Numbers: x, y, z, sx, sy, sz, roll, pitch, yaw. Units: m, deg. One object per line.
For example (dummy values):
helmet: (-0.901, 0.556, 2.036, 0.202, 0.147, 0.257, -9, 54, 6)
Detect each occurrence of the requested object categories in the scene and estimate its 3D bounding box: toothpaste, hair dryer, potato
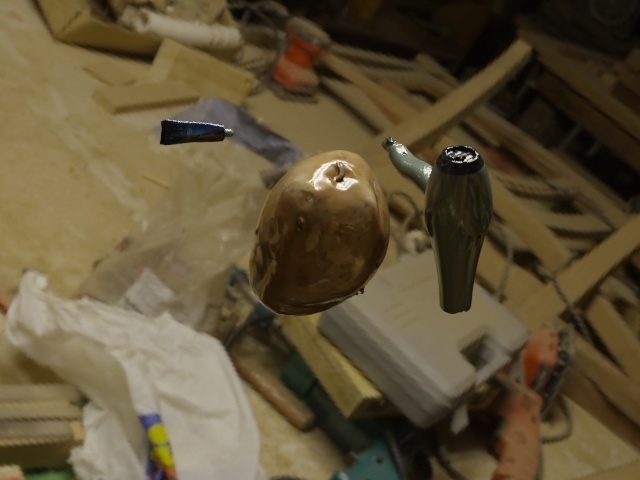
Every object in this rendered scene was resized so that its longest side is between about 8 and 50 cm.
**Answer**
toothpaste: (-0.130, -0.112, 1.061, 0.083, 0.027, 0.019, -3, 7, -31)
hair dryer: (0.145, -0.018, 1.274, 0.088, 0.219, 0.225, -15, 15, -20)
potato: (0.000, 0.000, 0.842, 0.109, 0.178, 0.118, 22, 56, -2)
